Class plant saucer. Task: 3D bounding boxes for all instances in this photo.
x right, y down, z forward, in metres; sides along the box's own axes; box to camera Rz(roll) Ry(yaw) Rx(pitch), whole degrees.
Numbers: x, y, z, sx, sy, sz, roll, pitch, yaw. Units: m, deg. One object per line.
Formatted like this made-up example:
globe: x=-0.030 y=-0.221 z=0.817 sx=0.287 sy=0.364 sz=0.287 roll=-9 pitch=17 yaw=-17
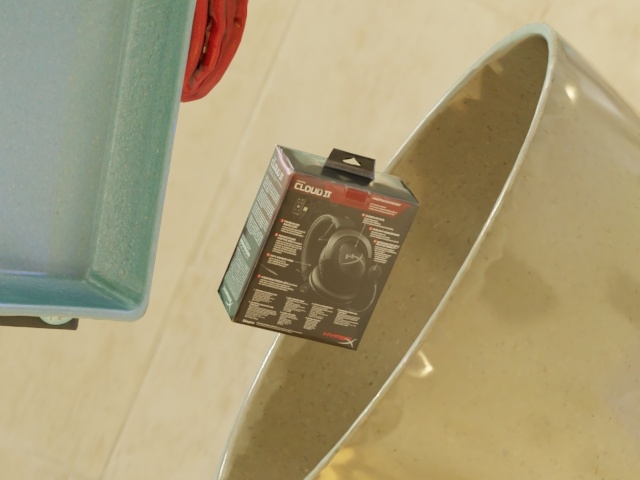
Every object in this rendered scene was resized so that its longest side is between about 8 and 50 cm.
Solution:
plant saucer: x=-0.041 y=-0.081 z=0.353 sx=0.018 sy=0.192 sz=0.067 roll=11 pitch=2 yaw=29

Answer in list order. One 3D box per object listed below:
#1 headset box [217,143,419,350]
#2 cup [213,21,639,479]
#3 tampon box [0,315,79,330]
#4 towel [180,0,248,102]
headset box: x=0.000 y=0.000 z=0.841 sx=0.062 sy=0.083 sz=0.032 roll=13 pitch=20 yaw=-23
cup: x=0.125 y=0.080 z=1.073 sx=0.237 sy=0.331 sz=0.331 roll=32 pitch=45 yaw=-9
tampon box: x=-0.242 y=-0.012 z=1.279 sx=0.161 sy=0.120 sz=0.101 roll=4 pitch=9 yaw=-32
towel: x=-0.085 y=-0.194 z=0.554 sx=0.031 sy=0.199 sz=0.275 roll=-18 pitch=56 yaw=-25
